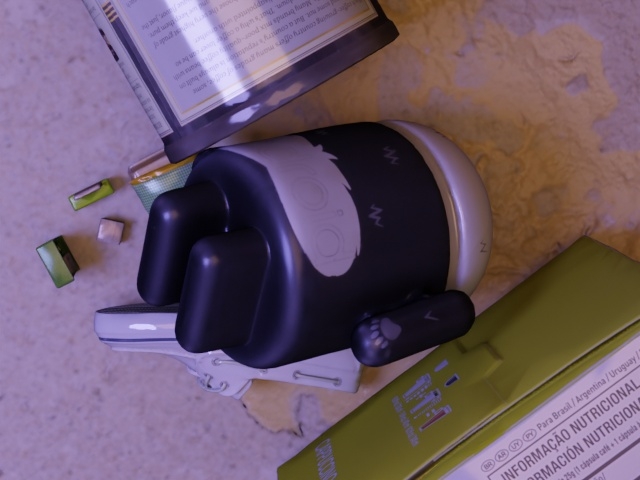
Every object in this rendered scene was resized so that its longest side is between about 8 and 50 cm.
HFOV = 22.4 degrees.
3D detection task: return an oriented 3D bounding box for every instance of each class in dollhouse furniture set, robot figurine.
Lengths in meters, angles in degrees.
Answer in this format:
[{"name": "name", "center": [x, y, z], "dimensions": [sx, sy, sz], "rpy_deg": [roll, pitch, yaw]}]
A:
[{"name": "dollhouse furniture set", "center": [-0.154, -0.019, 1.310], "dimensions": [0.152, 0.058, 0.076], "rpy_deg": [-27, 97, -1]}, {"name": "robot figurine", "center": [0.001, 0.003, 1.236], "dimensions": [0.278, 0.173, 0.209], "rpy_deg": [-13, 82, -35]}]

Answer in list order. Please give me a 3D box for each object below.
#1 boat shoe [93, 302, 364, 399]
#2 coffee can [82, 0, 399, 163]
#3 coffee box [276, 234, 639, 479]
[{"name": "boat shoe", "center": [-0.071, 0.093, 1.314], "dimensions": [0.226, 0.083, 0.075], "rpy_deg": [2, 94, -5]}, {"name": "coffee can", "center": [-0.093, -0.225, 1.223], "dimensions": [0.201, 0.201, 0.275], "rpy_deg": [-29, 97, -1]}, {"name": "coffee box", "center": [0.194, 0.237, 1.219], "dimensions": [0.338, 0.337, 0.334], "rpy_deg": [-37, 97, 1]}]
